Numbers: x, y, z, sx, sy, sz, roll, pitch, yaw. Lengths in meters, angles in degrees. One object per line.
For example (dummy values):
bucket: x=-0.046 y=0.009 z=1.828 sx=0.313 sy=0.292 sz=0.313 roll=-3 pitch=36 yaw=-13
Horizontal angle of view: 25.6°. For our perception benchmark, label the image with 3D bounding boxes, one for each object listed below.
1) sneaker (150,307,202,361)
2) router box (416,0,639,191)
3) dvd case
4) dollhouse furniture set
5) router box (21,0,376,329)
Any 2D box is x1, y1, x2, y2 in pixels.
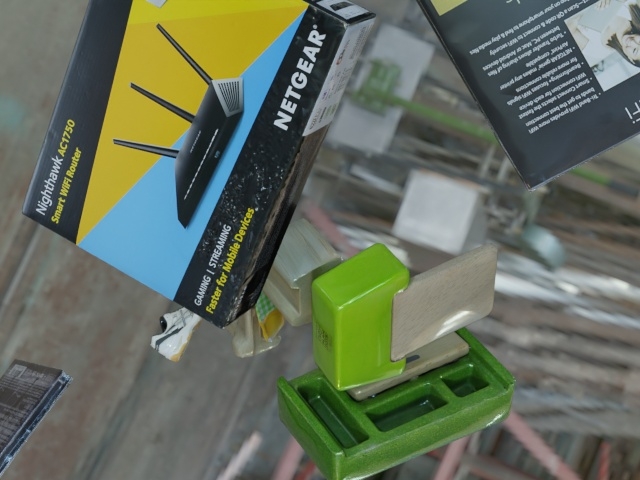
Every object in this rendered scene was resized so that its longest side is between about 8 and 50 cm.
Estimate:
sneaker: x=-0.133 y=0.075 z=1.338 sx=0.083 sy=0.037 sz=0.032 roll=-61 pitch=177 yaw=-40
router box: x=0.180 y=-0.205 z=0.709 sx=0.309 sy=0.243 sz=0.081 roll=-28 pitch=-170 yaw=15
dvd case: x=-0.320 y=0.206 z=1.294 sx=0.221 sy=0.018 sz=0.164 roll=-54 pitch=-158 yaw=-17
dollhouse furniture set: x=0.000 y=0.000 z=1.049 sx=0.151 sy=0.301 sz=0.197 roll=-22 pitch=135 yaw=-22
router box: x=-0.067 y=-0.063 z=0.728 sx=0.046 sy=0.133 sz=0.178 roll=-35 pitch=151 yaw=-63
